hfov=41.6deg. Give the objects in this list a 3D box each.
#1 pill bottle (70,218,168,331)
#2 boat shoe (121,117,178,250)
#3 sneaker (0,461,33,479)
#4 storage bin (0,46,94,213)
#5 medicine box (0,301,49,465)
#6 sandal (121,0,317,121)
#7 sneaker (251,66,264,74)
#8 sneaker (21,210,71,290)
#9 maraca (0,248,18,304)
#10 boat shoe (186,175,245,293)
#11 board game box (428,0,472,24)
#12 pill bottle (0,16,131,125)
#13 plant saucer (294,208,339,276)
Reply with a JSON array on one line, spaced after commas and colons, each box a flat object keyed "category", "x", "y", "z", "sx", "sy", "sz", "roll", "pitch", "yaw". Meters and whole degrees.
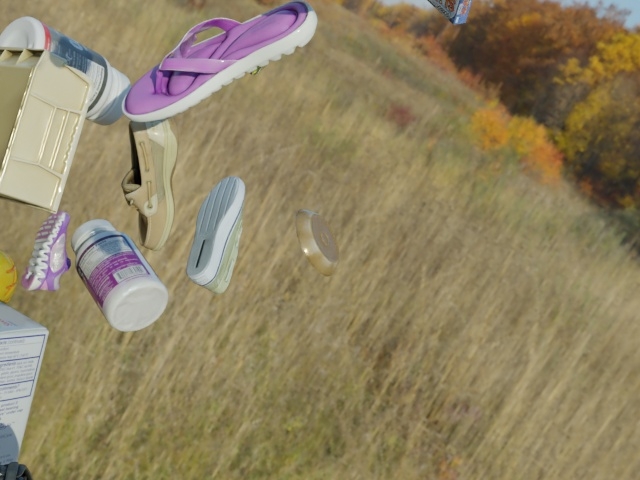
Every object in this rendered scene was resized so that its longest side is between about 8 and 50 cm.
[{"category": "pill bottle", "x": -0.531, "y": 0.082, "z": 2.183, "sx": 0.169, "sy": 0.169, "sz": 0.301, "roll": 16, "pitch": 25, "yaw": -50}, {"category": "boat shoe", "x": -0.396, "y": -0.125, "z": 1.901, "sx": 0.110, "sy": 0.341, "sz": 0.122, "roll": -8, "pitch": 36, "yaw": -28}, {"category": "sneaker", "x": -0.499, "y": 0.332, "z": 1.164, "sx": 0.296, "sy": 0.146, "sz": 0.105, "roll": 66, "pitch": 16, "yaw": -56}, {"category": "storage bin", "x": -0.560, "y": -0.206, "z": 1.514, "sx": 0.262, "sy": 0.261, "sz": 0.123, "roll": 13, "pitch": -6, "yaw": 38}, {"category": "medicine box", "x": -0.658, "y": 0.250, "z": 1.518, "sx": 0.263, "sy": 0.290, "sz": 0.149, "roll": 21, "pitch": 9, "yaw": 29}, {"category": "sandal", "x": -0.209, "y": -0.366, "z": 1.607, "sx": 0.102, "sy": 0.416, "sz": 0.169, "roll": 58, "pitch": 9, "yaw": -43}, {"category": "sneaker", "x": -0.121, "y": -0.387, "z": 1.791, "sx": 0.031, "sy": 0.083, "sz": 0.035, "roll": 49, "pitch": 20, "yaw": -10}, {"category": "sneaker", "x": -0.733, "y": 0.038, "z": 2.323, "sx": 0.104, "sy": 0.237, "sz": 0.095, "roll": 27, "pitch": -17, "yaw": -39}, {"category": "maraca", "x": -0.651, "y": 0.064, "z": 1.673, "sx": 0.099, "sy": 0.186, "sz": 0.127, "roll": 2, "pitch": 48, "yaw": -25}, {"category": "boat shoe", "x": -0.237, "y": -0.013, "z": 1.994, "sx": 0.109, "sy": 0.302, "sz": 0.094, "roll": -6, "pitch": -37, "yaw": 32}, {"category": "board game box", "x": 0.247, "y": -0.557, "z": 1.736, "sx": 0.035, "sy": 0.136, "sz": 0.201, "roll": -16, "pitch": 51, "yaw": -26}, {"category": "pill bottle", "x": -0.577, "y": -0.373, "z": 1.907, "sx": 0.161, "sy": 0.161, "sz": 0.283, "roll": 39, "pitch": 9, "yaw": 35}, {"category": "plant saucer", "x": 0.000, "y": 0.000, "z": 0.961, "sx": 0.083, "sy": 0.015, "sz": 0.083, "roll": 47, "pitch": 30, "yaw": -38}]
